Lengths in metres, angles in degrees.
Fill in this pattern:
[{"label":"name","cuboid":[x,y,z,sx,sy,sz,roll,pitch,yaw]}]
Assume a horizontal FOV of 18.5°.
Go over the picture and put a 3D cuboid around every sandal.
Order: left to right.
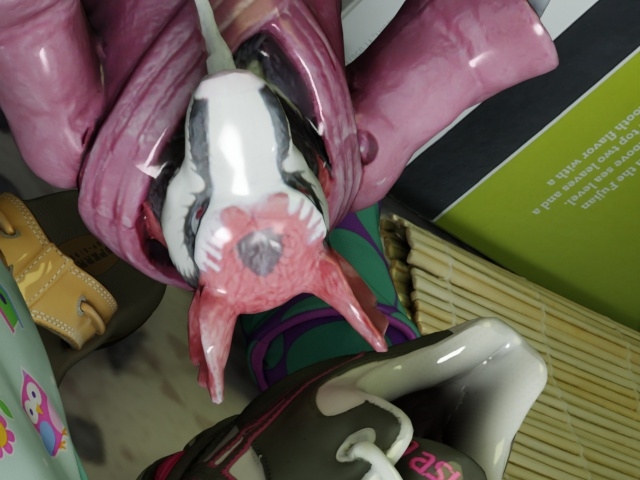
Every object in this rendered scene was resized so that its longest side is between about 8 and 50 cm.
[{"label":"sandal","cuboid":[-0.086,0.014,0.598,0.072,0.049,0.180,48,24,1]}]

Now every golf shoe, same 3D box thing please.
[{"label":"golf shoe","cuboid":[-0.016,0.098,0.510,0.105,0.120,0.273,46,26,-7]}]

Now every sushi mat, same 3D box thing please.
[{"label":"sushi mat","cuboid":[0.147,0.092,0.886,0.316,0.019,0.151,23,41,-42]}]

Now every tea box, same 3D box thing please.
[{"label":"tea box","cuboid":[0.120,-0.162,0.987,0.323,0.220,0.329,30,30,-37]}]

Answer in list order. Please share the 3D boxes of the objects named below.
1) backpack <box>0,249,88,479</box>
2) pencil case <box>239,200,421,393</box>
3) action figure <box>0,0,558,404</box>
[{"label":"backpack","cuboid":[-0.128,0.031,0.430,0.152,0.115,0.182,18,40,-52]},{"label":"pencil case","cuboid":[0.000,0.000,0.741,0.070,0.064,0.152,11,37,-15]},{"label":"action figure","cuboid":[-0.059,-0.096,0.650,0.248,0.276,0.370,11,51,-26]}]
